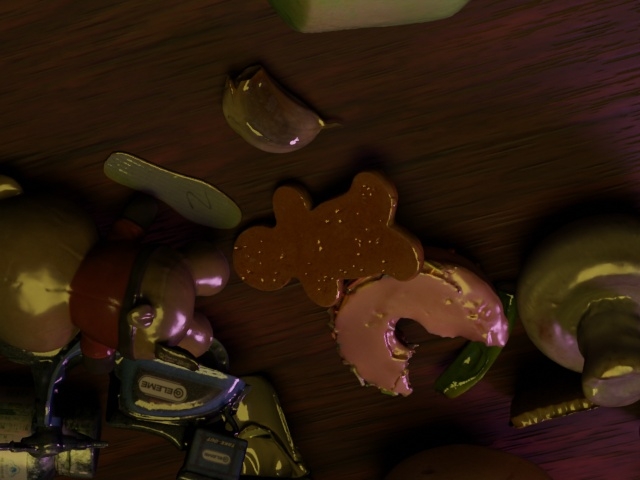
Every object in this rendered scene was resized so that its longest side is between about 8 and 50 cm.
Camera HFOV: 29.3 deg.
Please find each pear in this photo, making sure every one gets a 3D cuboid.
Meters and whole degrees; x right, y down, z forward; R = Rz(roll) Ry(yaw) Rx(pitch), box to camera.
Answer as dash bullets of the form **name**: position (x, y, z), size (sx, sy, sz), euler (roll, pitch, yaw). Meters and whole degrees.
- **pear**: position (0.209, 0.435, 1.733), size (0.309, 0.309, 0.309), euler (-1, 128, -1)

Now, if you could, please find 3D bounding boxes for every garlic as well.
- **garlic**: position (-0.055, -0.140, 1.426), size (0.152, 0.066, 0.084), euler (37, 116, -23)

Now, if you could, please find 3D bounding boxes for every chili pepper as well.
- **chili pepper**: position (0.222, 0.138, 1.657), size (0.052, 0.050, 0.201), euler (38, 122, 19)

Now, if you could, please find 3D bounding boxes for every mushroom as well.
- **mushroom**: position (0.367, 0.096, 1.519), size (0.243, 0.243, 0.243), euler (-1, 128, -1)

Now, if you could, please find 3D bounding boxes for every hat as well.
- **hat**: position (-0.084, 0.268, 1.748), size (0.147, 0.085, 0.175), euler (-2, 105, 14)

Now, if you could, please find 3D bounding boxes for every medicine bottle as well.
- **medicine bottle**: position (-0.452, 0.268, 1.685), size (0.293, 0.141, 0.141), euler (4, 127, -5)

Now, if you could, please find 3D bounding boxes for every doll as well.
- **doll**: position (-0.285, 0.057, 1.490), size (0.330, 0.174, 0.235), euler (14, 105, 5)

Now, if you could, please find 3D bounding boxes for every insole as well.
- **insole**: position (-0.182, -0.061, 1.523), size (0.188, 0.004, 0.064), euler (24, 122, -19)

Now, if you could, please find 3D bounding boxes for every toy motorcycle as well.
- **toy motorcycle**: position (-0.263, 0.207, 1.603), size (0.358, 0.212, 0.125), euler (15, 164, -5)

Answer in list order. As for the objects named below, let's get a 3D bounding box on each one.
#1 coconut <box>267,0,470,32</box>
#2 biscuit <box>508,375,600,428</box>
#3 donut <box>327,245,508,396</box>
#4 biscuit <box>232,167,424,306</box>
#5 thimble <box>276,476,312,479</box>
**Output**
- **coconut**: position (0.030, -0.345, 1.137), size (0.328, 0.281, 0.328), euler (-8, 127, -10)
- **biscuit**: position (0.375, 0.198, 1.648), size (0.254, 0.172, 0.029), euler (-17, 90, 11)
- **donut**: position (0.116, 0.091, 1.588), size (0.233, 0.085, 0.199), euler (-29, 117, 25)
- **biscuit**: position (0.000, 0.000, 1.523), size (0.250, 0.036, 0.165), euler (-17, 100, 28)
- **thimble**: position (-0.061, 0.447, 1.805), size (0.149, 0.185, 0.211), euler (-14, 112, 7)
